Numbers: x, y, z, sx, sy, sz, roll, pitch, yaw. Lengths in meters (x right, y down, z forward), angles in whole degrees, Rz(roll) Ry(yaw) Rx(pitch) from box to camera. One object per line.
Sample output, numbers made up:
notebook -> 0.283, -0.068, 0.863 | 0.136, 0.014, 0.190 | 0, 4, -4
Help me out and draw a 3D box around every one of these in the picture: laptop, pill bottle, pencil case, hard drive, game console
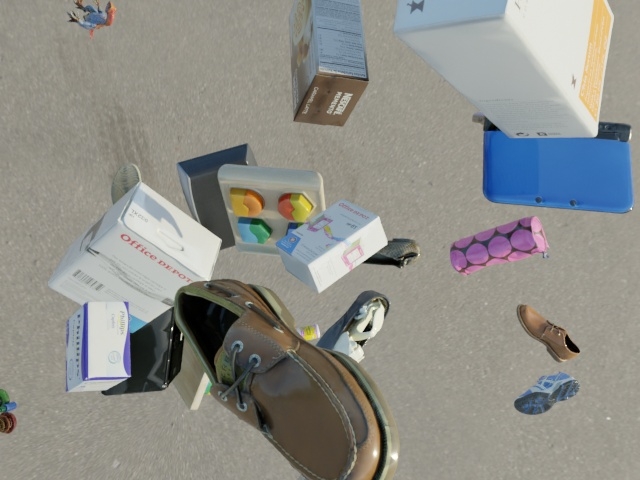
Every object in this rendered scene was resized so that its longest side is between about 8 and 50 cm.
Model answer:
laptop -> -0.441, 0.255, 1.578 | 0.136, 0.264, 0.235 | 8, 94, 0
pill bottle -> -0.046, 0.288, 1.893 | 0.083, 0.043, 0.044 | -12, 78, -7
pencil case -> 0.404, 0.019, 1.390 | 0.098, 0.209, 0.095 | 24, 56, -49
hard drive -> -0.201, -0.082, 1.333 | 0.171, 0.255, 0.054 | -16, 49, -6
game console -> 0.470, -0.170, 1.276 | 0.292, 0.250, 0.174 | 6, 103, 2

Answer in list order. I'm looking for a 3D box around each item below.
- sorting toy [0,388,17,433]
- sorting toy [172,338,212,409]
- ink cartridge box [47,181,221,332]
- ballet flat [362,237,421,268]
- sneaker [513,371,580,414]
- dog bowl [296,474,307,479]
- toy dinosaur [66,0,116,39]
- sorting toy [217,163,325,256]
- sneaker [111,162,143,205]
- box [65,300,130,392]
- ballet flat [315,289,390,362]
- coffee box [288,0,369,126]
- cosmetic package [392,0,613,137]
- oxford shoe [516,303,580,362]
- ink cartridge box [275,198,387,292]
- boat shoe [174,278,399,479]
sorting toy -> -0.703, 0.376, 1.344 | 0.061, 0.042, 0.102 | -33, 80, 19
sorting toy -> -0.345, 0.320, 1.797 | 0.089, 0.257, 0.256 | 16, 101, -37
ink cartridge box -> -0.400, 0.047, 1.324 | 0.223, 0.307, 0.129 | 38, 39, -26
ballet flat -> 0.094, 0.032, 1.344 | 0.249, 0.084, 0.058 | 1, 63, 12
sneaker -> 0.695, 0.475, 1.911 | 0.211, 0.081, 0.080 | -19, 113, -4
dog bowl -> 0.058, 0.618, 1.213 | 0.349, 0.348, 0.102 | 56, 36, 5
toy dinosaur -> -0.281, -0.284, 0.774 | 0.082, 0.090, 0.047 | 27, 87, 20
sorting toy -> -0.084, -0.043, 1.131 | 0.192, 0.208, 0.038 | 6, 45, 11
sneaker -> -0.536, -0.116, 1.736 | 0.083, 0.118, 0.222 | 5, 106, -3
box -> -0.369, 0.177, 1.012 | 0.072, 0.137, 0.126 | 6, 66, -34
ballet flat -> 0.050, 0.155, 0.982 | 0.074, 0.074, 0.203 | 42, 57, 0
coffee box -> 0.009, -0.347, 1.100 | 0.098, 0.141, 0.247 | 4, 66, -17
cosmetic package -> 0.302, -0.331, 0.929 | 0.453, 0.161, 0.230 | 16, 83, -52
oxford shoe -> 0.611, 0.238, 1.639 | 0.212, 0.076, 0.076 | 41, 52, -11
ink cartridge box -> 0.015, 0.004, 0.826 | 0.122, 0.088, 0.052 | -33, 125, -20
boat shoe -> -0.054, 0.126, 0.564 | 0.104, 0.307, 0.111 | 17, 97, -35
